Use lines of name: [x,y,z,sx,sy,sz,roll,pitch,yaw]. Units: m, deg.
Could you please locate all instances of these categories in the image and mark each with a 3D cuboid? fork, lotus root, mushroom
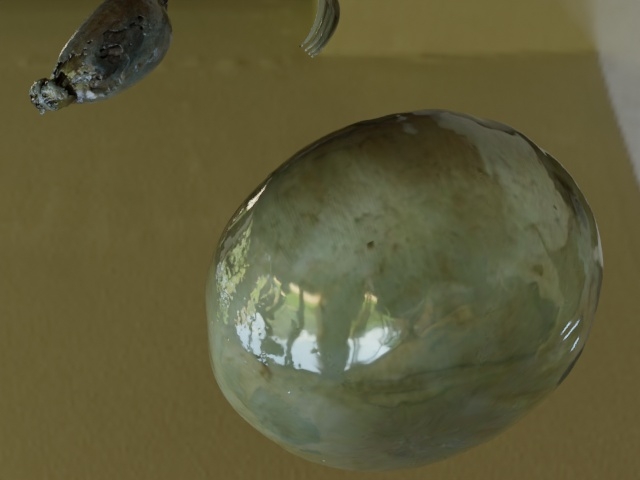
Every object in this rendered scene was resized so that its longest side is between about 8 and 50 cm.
fork: [0.003,-0.271,1.505,0.028,0.034,0.220,-13,-117,32]
lotus root: [-0.202,-0.176,1.546,0.088,0.088,0.165,32,-114,36]
mushroom: [0.068,0.039,1.363,0.352,0.352,0.260,-10,-126,-15]
